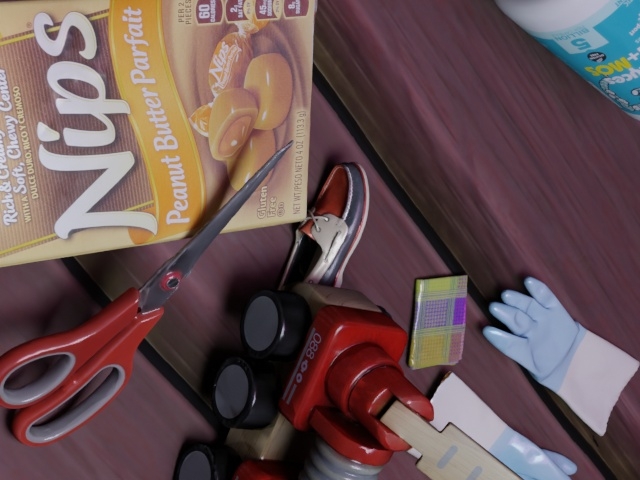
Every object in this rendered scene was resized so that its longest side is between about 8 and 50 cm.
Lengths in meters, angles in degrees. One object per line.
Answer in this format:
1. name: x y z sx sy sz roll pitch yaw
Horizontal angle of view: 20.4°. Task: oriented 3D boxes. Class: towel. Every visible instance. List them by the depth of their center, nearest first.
1. towel: 0.102 0.072 1.555 0.060 0.009 0.083 -5 105 -36

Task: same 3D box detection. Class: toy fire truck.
1. toy fire truck: 0.035 0.179 1.361 0.158 0.246 0.217 11 110 -39

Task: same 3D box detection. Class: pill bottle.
1. pill bottle: 0.273 -0.194 1.525 0.264 0.146 0.146 31 83 -39

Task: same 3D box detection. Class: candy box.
1. candy box: -0.154 -0.090 1.262 0.316 0.087 0.183 -10 109 -36

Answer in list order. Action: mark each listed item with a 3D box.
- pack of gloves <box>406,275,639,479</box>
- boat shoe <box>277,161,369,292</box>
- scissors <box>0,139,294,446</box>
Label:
1. pack of gloves: 0.203 0.156 1.627 0.232 0.046 0.195 36 81 -41
2. boat shoe: 0.000 0.000 1.434 0.043 0.049 0.137 13 99 -37
3. scissors: -0.119 0.042 1.301 0.297 0.021 0.109 -39 139 0
